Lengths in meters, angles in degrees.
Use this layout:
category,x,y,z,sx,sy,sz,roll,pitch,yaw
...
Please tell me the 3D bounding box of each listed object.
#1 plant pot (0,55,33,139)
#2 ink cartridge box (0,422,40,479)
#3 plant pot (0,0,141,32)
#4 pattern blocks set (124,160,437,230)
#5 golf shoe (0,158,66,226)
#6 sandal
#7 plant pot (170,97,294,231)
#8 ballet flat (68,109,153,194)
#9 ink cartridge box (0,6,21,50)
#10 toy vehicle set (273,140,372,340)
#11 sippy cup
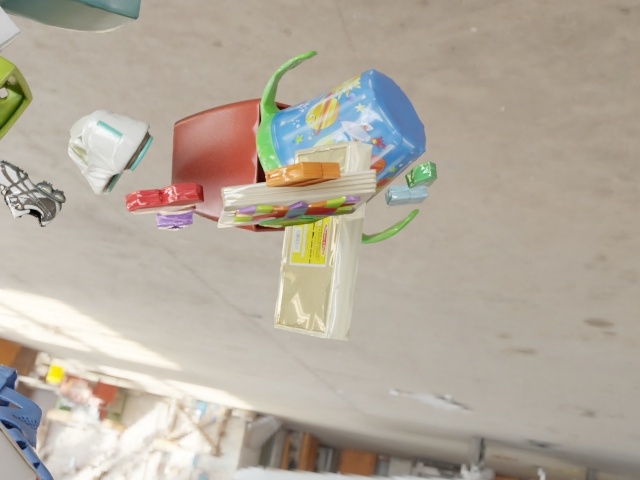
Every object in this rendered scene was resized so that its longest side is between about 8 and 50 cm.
category,x,y,z,sx,sy,sz,roll,pitch,yaw
plant pot,-0.788,-0.315,2.017,0.207,0.227,0.228,34,167,0
ink cartridge box,-0.447,0.291,0.859,0.306,0.226,0.131,-15,124,17
plant pot,-0.445,-0.474,1.674,0.165,0.165,0.234,-9,163,44
pattern blocks set,-0.030,-0.043,1.055,0.325,0.026,0.285,-9,172,5
golf shoe,-0.634,-0.100,1.937,0.198,0.094,0.077,28,159,-18
sandal,-0.535,0.317,1.599,0.138,0.317,0.126,-18,143,-43
plant pot,-0.176,-0.159,2.010,0.236,0.267,0.267,4,-177,24
ballet flat,-0.408,-0.178,1.751,0.139,0.139,0.400,16,172,-17
ink cartridge box,-0.619,-0.343,1.548,0.212,0.093,0.154,-21,114,45
toy vehicle set,0.000,0.000,1.307,0.035,0.267,0.166,8,177,-28
sippy cup,0.048,-0.164,1.576,0.224,0.240,0.305,-33,126,25
